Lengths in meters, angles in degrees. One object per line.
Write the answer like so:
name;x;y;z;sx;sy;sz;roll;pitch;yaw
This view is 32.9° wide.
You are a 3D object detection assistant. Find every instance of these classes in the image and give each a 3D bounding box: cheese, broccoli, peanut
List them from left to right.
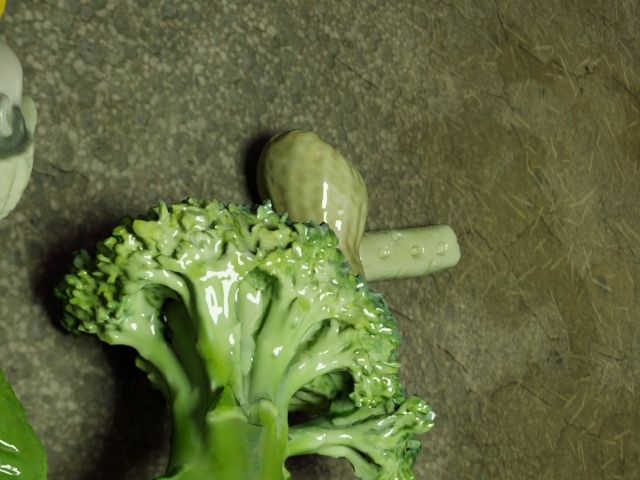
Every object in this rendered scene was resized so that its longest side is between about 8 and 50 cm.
broccoli;-0.099;0.119;0.957;0.397;0.353;0.275;-33;143;-52
peanut;0.000;0.000;1.195;0.123;0.123;0.257;-7;84;-41
cheese;0.098;0.016;1.327;0.194;0.043;0.065;-7;89;-43

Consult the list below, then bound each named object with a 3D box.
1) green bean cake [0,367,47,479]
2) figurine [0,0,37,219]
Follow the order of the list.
green bean cake;-0.352;0.136;0.815;0.222;0.125;0.248;-21;73;-47
figurine;-0.318;-0.143;0.838;0.185;0.332;0.204;25;56;14
